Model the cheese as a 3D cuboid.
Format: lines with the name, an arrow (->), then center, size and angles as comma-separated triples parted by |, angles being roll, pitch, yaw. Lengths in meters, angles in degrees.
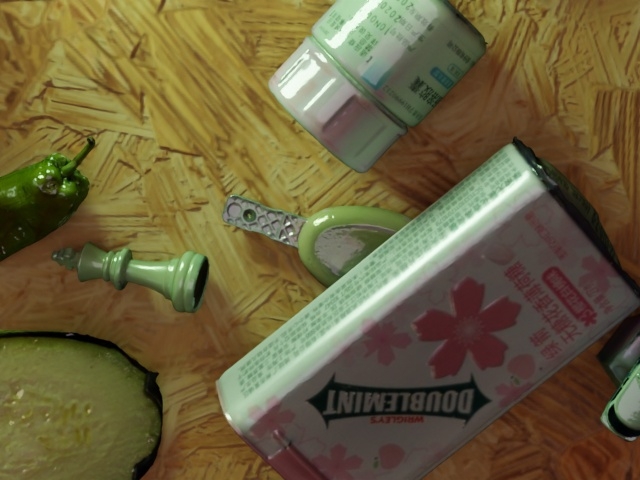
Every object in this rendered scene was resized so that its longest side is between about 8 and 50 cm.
cheese -> 0.000, 0.000, 1.692 | 0.192, 0.037, 0.097 | 19, 98, 3

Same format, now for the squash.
squash -> -0.248, 0.171, 1.721 | 0.184, 0.085, 0.192 | 5, 100, -25

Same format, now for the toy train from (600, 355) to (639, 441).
toy train -> 0.316, 0.086, 1.566 | 0.043, 0.047, 0.207 | 34, 95, 1

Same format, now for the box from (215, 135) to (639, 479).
box -> 0.103, 0.086, 1.638 | 0.369, 0.112, 0.190 | -39, 118, 6

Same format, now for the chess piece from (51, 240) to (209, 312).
chess piece -> -0.183, 0.028, 1.704 | 0.149, 0.059, 0.059 | 11, 97, 10

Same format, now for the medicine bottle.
medicine bottle -> 0.050, -0.160, 1.622 | 0.135, 0.135, 0.168 | 45, 97, -2

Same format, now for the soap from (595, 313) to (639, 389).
soap -> 0.417, 0.166, 1.644 | 0.324, 0.109, 0.193 | 37, 96, -1

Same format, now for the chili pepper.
chili pepper -> -0.270, -0.036, 1.691 | 0.204, 0.073, 0.072 | -29, 112, 18
